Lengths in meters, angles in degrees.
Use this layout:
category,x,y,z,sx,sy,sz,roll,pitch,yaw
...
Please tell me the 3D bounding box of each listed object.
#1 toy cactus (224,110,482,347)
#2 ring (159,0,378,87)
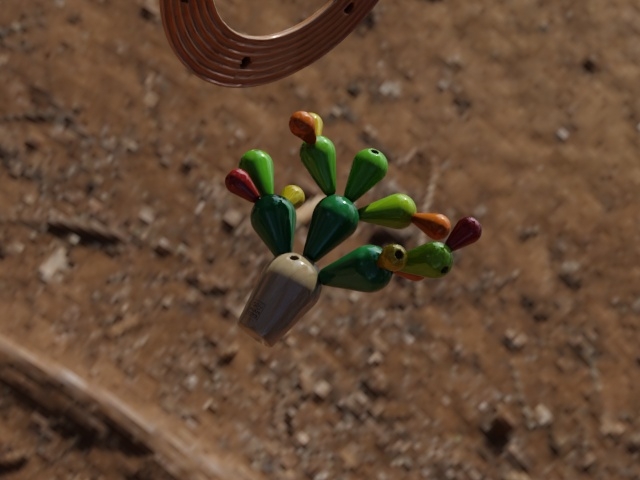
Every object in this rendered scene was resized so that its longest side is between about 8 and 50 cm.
category,x,y,z,sx,sy,sz,roll,pitch,yaw
toy cactus,0.000,0.000,1.468,0.219,0.112,0.180,30,77,22
ring,-0.028,-0.301,1.855,0.336,0.336,0.032,-19,46,-38
